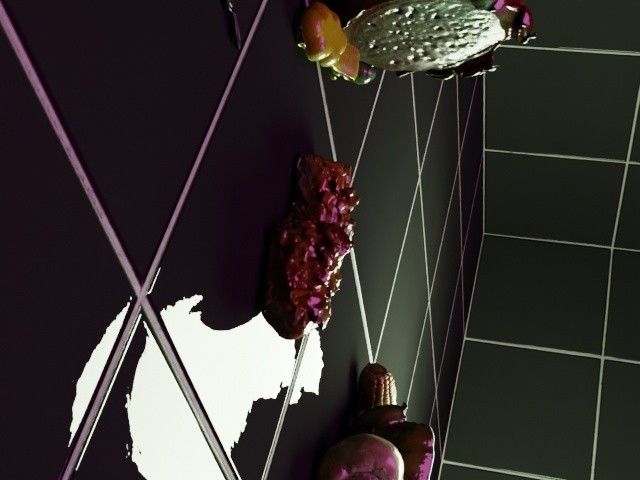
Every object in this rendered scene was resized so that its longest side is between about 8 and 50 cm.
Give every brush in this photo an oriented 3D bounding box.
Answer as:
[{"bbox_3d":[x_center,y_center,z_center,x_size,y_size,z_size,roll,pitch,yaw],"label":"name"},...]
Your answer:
[{"bbox_3d":[-0.084,-0.218,0.919,0.024,0.008,0.083,-73,163,-45],"label":"brush"}]

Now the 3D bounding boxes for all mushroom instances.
[{"bbox_3d":[0.062,0.366,1.508,0.112,0.148,0.148,-83,171,-51],"label":"mushroom"}]

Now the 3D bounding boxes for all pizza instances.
[{"bbox_3d":[0.000,0.000,1.199,0.161,0.086,0.305,81,20,-44],"label":"pizza"}]

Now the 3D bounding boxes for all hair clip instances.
[{"bbox_3d":[0.009,-0.240,1.201,0.173,0.046,0.072,33,61,-72],"label":"hair clip"}]

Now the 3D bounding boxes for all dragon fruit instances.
[{"bbox_3d":[0.138,-0.309,1.292,0.268,0.295,0.130,20,63,-44],"label":"dragon fruit"}]

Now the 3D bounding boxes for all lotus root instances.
[{"bbox_3d":[0.095,0.367,1.624,0.078,0.183,0.203,27,61,-45],"label":"lotus root"}]

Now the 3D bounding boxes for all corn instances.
[{"bbox_3d":[0.105,0.321,1.760,0.080,0.080,0.231,-61,155,-56],"label":"corn"}]
